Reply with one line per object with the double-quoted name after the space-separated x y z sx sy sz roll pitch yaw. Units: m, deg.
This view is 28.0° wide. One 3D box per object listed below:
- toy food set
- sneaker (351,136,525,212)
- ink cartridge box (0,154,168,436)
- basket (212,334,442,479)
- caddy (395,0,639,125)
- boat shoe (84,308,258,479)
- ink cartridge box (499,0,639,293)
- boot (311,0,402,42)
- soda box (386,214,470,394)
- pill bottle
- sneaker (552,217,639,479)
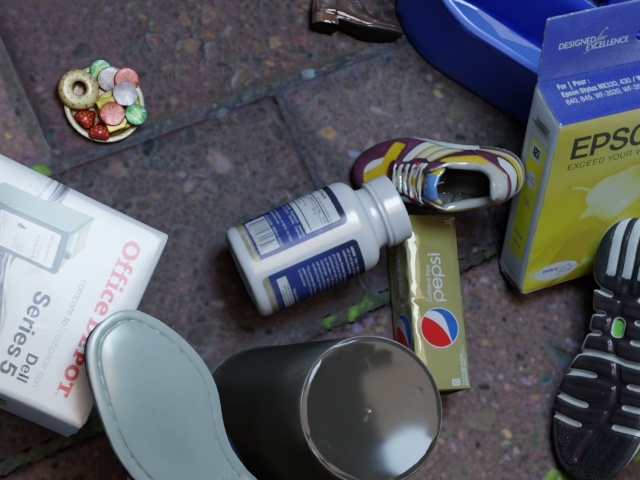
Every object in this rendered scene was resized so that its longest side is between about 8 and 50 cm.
-0.215 -0.139 1.282 0.082 0.020 0.083 -23 85 -21 "toy food set"
0.106 -0.065 1.287 0.084 0.185 0.070 -28 115 -60 "sneaker"
-0.303 0.033 1.163 0.272 0.115 0.198 25 72 -11 "ink cartridge box"
0.009 0.164 1.171 0.204 0.227 0.154 34 70 -7 "basket"
0.249 -0.269 1.375 0.341 0.179 0.241 31 71 -9 "caddy"
-0.128 0.194 1.141 0.114 0.091 0.303 -34 107 -28 "boat shoe"
0.345 -0.107 1.314 0.303 0.307 0.072 -14 48 -19 "ink cartridge box"
0.041 -0.277 1.390 0.106 0.037 0.114 9 70 -17 "boot"
0.109 0.066 1.313 0.058 0.061 0.181 -1 77 -17 "soda box"
0.000 0.000 1.259 0.169 0.094 0.094 -24 85 -7 "pill bottle"
0.345 0.121 1.359 0.162 0.106 0.282 8 99 -51 "sneaker"
